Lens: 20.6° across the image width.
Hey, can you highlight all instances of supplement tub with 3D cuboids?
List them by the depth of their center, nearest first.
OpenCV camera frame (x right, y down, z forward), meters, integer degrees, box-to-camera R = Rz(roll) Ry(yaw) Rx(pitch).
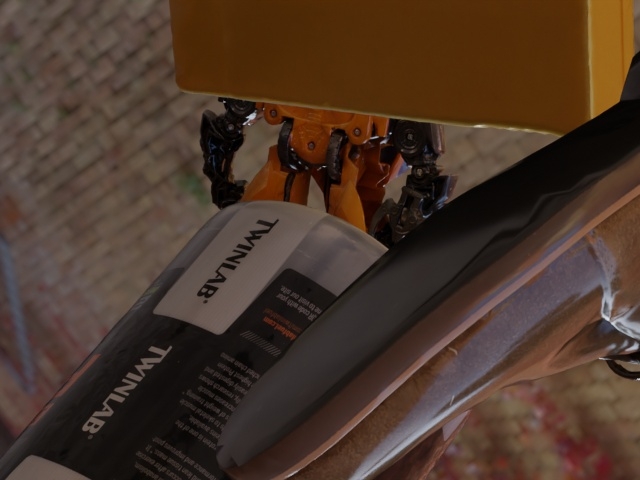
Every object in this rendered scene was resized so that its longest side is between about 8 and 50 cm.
[{"bbox_3d":[-0.071,0.144,0.962,0.316,0.193,0.193,-50,-168,-28],"label":"supplement tub"}]

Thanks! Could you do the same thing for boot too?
[{"bbox_3d":[0.106,0.014,0.603,0.305,0.115,0.112,-35,-166,-16],"label":"boot"}]

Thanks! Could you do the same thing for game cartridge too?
[{"bbox_3d":[0.028,-0.209,0.950,0.324,0.285,0.053,11,-159,44],"label":"game cartridge"}]

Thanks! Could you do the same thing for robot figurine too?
[{"bbox_3d":[0.000,0.000,1.283,0.211,0.291,0.085,16,-168,29],"label":"robot figurine"}]
